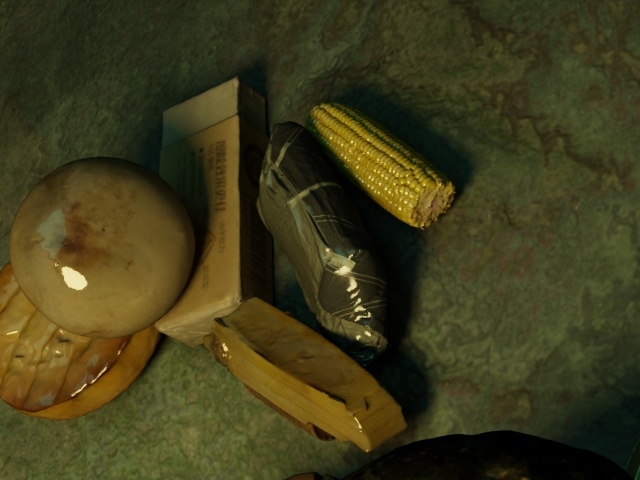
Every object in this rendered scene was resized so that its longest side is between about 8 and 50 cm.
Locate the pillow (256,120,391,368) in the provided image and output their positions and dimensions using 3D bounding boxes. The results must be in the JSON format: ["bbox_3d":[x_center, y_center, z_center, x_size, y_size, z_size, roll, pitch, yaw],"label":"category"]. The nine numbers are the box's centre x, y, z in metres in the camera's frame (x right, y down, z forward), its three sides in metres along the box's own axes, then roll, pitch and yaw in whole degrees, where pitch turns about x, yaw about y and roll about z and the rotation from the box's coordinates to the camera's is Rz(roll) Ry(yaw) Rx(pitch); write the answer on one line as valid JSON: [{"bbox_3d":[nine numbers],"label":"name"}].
[{"bbox_3d":[0.000,0.000,1.637,0.092,0.161,0.335,-16,49,-17],"label":"pillow"}]

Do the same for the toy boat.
[{"bbox_3d":[-0.022,0.159,1.581,0.089,0.115,0.310,-33,42,-30],"label":"toy boat"}]

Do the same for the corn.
[{"bbox_3d":[0.068,-0.095,1.660,0.081,0.081,0.248,-53,46,4],"label":"corn"}]

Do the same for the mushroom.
[{"bbox_3d":[-0.270,0.010,1.701,0.178,0.226,0.226,144,144,-70],"label":"mushroom"}]

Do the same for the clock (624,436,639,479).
[{"bbox_3d":[0.378,0.236,1.255,0.235,0.029,0.235,-25,48,32],"label":"clock"}]

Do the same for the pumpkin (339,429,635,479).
[{"bbox_3d":[0.140,0.385,1.138,0.454,0.344,0.455,-2,71,7],"label":"pumpkin"}]

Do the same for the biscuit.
[{"bbox_3d":[-0.328,0.105,1.853,0.296,0.102,0.296,-17,54,25],"label":"biscuit"}]

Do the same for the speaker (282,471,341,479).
[{"bbox_3d":[-0.013,0.382,1.426,0.192,0.153,0.231,-29,52,25],"label":"speaker"}]

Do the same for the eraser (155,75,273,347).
[{"bbox_3d":[-0.140,-0.040,1.801,0.144,0.078,0.343,-20,56,29],"label":"eraser"}]
